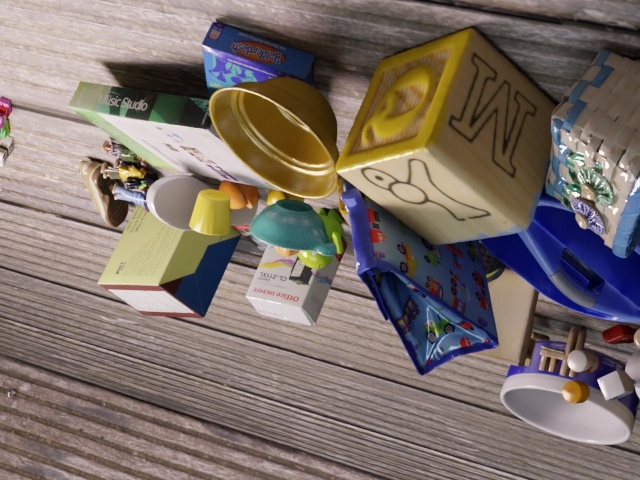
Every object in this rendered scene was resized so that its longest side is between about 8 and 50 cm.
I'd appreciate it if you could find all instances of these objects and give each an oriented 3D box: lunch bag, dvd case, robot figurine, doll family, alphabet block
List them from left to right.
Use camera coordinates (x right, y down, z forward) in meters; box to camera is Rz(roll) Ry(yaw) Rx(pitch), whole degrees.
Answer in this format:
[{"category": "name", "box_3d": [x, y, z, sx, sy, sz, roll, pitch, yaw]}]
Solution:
[{"category": "doll family", "box_3d": [-0.351, -0.116, 2.149, 0.111, 0.076, 0.193, 13, 161, 11]}, {"category": "dvd case", "box_3d": [-0.120, -0.013, 2.231, 0.087, 0.013, 0.119, 1, 148, 41]}, {"category": "robot figurine", "box_3d": [0.000, 0.000, 2.018, 0.101, 0.115, 0.067, 8, 154, 33]}, {"category": "lunch bag", "box_3d": [0.120, 0.015, 1.599, 0.138, 0.221, 0.293, -24, 135, 21]}, {"category": "alphabet block", "box_3d": [0.172, -0.129, 1.480, 0.197, 0.193, 0.192, 36, 152, -29]}]

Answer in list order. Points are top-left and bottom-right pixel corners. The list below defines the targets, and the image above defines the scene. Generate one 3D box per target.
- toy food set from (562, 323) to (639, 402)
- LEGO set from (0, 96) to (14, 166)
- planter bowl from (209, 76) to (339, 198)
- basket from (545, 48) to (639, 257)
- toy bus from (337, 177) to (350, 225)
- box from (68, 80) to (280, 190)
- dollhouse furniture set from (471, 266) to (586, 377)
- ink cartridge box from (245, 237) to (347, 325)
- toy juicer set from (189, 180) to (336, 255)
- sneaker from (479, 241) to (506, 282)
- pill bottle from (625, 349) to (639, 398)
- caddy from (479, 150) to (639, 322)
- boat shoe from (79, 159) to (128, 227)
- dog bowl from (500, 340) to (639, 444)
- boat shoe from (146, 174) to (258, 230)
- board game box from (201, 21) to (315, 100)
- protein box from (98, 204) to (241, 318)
[{"category": "toy food set", "box_3d": [0.535, 0.210, 1.960, 0.232, 0.111, 0.104, -33, 155, 31]}, {"category": "LEGO set", "box_3d": [-0.663, -0.204, 2.205, 0.087, 0.093, 0.227, 24, 157, -3]}, {"category": "planter bowl", "box_3d": [-0.044, -0.165, 1.586, 0.217, 0.090, 0.217, 29, 155, 15]}, {"category": "basket", "box_3d": [0.421, -0.078, 1.350, 0.288, 0.201, 0.255, 25, 158, 20]}, {"category": "toy bus", "box_3d": [0.125, -0.080, 1.740, 0.202, 0.104, 0.191, 10, 137, -17]}, {"category": "box", "box_3d": [-0.225, -0.171, 1.846, 0.322, 0.059, 0.232, 11, 165, 35]}, {"category": "dollhouse furniture set", "box_3d": [0.358, 0.142, 2.036, 0.212, 0.161, 0.242, 12, 177, 24]}, {"category": "ink cartridge box", "box_3d": [-0.044, 0.058, 2.109, 0.127, 0.175, 0.072, 10, 154, 27]}, {"category": "toy juicer set", "box_3d": [-0.042, -0.028, 1.910, 0.328, 0.090, 0.209, 12, -161, 7]}, {"category": "sneaker", "box_3d": [0.220, 0.042, 1.952, 0.121, 0.111, 0.300, 25, 165, -32]}, {"category": "pill bottle", "box_3d": [0.638, 0.269, 2.040, 0.184, 0.103, 0.103, 36, 154, -28]}, {"category": "caddy", "box_3d": [0.376, 0.002, 1.600, 0.341, 0.179, 0.241, 36, 153, -28]}, {"category": "boat shoe", "box_3d": [-0.443, -0.101, 2.285, 0.072, 0.068, 0.190, 27, 150, 22]}, {"category": "dog bowl", "box_3d": [0.500, 0.306, 2.247, 0.264, 0.104, 0.265, 19, 156, 9]}, {"category": "boat shoe", "box_3d": [-0.224, -0.076, 2.001, 0.088, 0.096, 0.267, 19, -166, 35]}, {"category": "board game box", "box_3d": [-0.091, -0.228, 1.688, 0.160, 0.047, 0.210, 19, 158, 8]}, {"category": "protein box", "box_3d": [-0.304, 0.038, 2.269, 0.201, 0.200, 0.136, -1, 147, 44]}]
